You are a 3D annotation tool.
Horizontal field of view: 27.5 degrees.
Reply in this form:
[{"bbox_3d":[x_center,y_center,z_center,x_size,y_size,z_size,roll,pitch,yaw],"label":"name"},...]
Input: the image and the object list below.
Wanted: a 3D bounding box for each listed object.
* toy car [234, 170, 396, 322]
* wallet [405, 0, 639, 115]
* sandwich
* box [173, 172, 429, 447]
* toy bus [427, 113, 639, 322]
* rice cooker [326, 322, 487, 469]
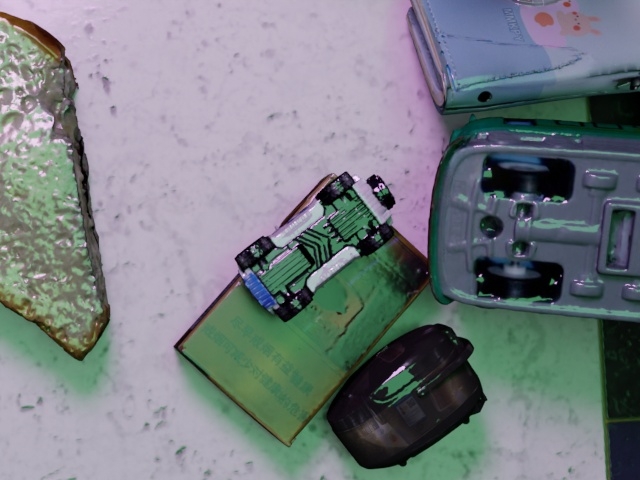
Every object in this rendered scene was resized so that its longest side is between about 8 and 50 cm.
[{"bbox_3d":[0.000,0.000,1.263,0.170,0.070,0.080,-39,93,-9],"label":"toy car"},{"bbox_3d":[0.224,-0.212,1.351,0.250,0.075,0.176,-7,51,-10],"label":"wallet"},{"bbox_3d":[-0.281,-0.059,1.266,0.288,0.099,0.254,36,81,-7],"label":"sandwich"},{"bbox_3d":[-0.013,0.071,1.328,0.159,0.071,0.240,43,81,-3],"label":"box"},{"bbox_3d":[0.280,-0.029,1.297,0.343,0.199,0.183,6,108,4],"label":"toy bus"},{"bbox_3d":[0.088,0.158,1.320,0.165,0.112,0.106,-29,98,-9],"label":"rice cooker"}]
